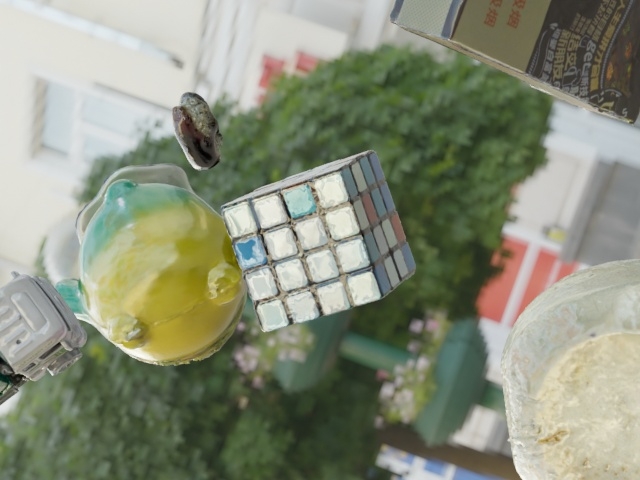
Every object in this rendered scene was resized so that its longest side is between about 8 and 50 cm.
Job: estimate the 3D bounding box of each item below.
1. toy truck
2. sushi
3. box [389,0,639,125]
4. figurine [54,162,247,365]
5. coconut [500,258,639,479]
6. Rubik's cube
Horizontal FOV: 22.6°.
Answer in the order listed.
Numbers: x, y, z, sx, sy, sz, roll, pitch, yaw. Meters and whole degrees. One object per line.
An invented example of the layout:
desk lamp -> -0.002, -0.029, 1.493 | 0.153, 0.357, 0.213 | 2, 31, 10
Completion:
toy truck -> -0.357, 0.136, 1.566 | 0.253, 0.114, 0.124 | -37, -8, -3
sushi -> -0.127, -0.102, 1.573 | 0.083, 0.044, 0.046 | 65, -151, -43
box -> 0.222, -0.246, 1.510 | 0.310, 0.084, 0.198 | 16, -84, -45
figurine -> -0.225, 0.032, 2.232 | 0.231, 0.323, 0.340 | 65, 174, -28
coconut -> 0.288, 0.142, 1.501 | 0.247, 0.245, 0.245 | -25, -45, -74
Rubik's cube -> 0.000, 0.000, 1.810 | 0.154, 0.155, 0.151 | 70, -161, -5
